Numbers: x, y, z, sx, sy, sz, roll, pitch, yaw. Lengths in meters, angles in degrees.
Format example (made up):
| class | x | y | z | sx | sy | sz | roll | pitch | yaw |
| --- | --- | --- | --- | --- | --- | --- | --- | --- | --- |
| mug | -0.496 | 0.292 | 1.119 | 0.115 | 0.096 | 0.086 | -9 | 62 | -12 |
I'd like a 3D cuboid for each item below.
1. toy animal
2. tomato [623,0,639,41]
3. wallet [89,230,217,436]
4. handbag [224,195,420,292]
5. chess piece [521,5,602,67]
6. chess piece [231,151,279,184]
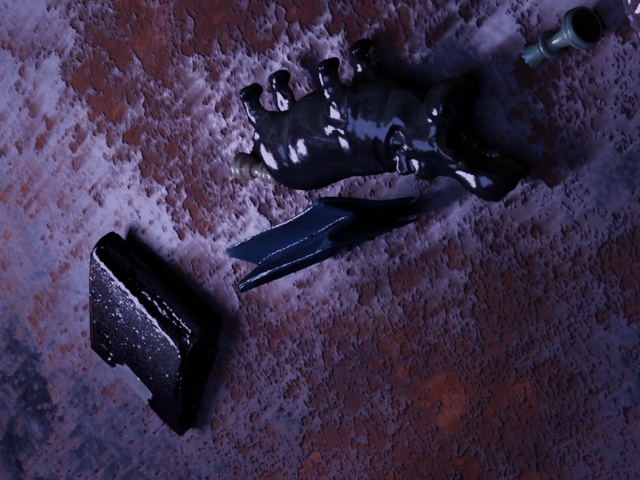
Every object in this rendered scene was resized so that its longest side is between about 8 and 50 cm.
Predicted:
| class | x | y | z | sx | sy | sz | roll | pitch | yaw |
| --- | --- | --- | --- | --- | --- | --- | --- | --- | --- |
| toy animal | 0.057 | -0.127 | 1.633 | 0.343 | 0.106 | 0.168 | 6 | 118 | 40 |
| tomato | 0.401 | -0.226 | 1.175 | 0.338 | 0.143 | 0.338 | 29 | 137 | 31 |
| wallet | -0.253 | 0.141 | 2.162 | 0.221 | 0.071 | 0.262 | 40 | 144 | 21 |
| handbag | 0.000 | 0.000 | 1.742 | 0.221 | 0.144 | 0.057 | -27 | 77 | 52 |
| chess piece | 0.230 | -0.193 | 1.460 | 0.042 | 0.042 | 0.093 | 60 | 148 | -2 |
| chess piece | -0.064 | -0.085 | 1.843 | 0.092 | 0.035 | 0.035 | 14 | 124 | 36 |
